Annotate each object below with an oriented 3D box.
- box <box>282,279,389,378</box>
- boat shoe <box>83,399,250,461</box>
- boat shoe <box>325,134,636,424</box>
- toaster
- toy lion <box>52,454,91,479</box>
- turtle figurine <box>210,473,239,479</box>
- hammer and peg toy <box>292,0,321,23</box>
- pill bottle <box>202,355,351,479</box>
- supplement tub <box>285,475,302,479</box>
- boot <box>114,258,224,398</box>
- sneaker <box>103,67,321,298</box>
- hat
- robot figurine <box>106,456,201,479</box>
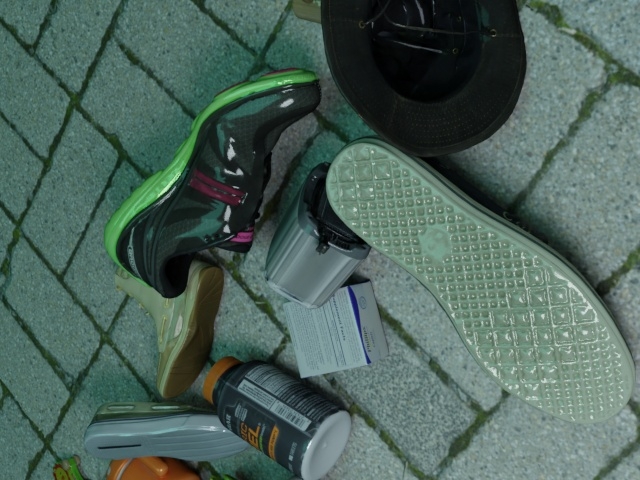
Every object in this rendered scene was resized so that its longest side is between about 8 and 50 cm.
[{"bbox_3d":[0.024,0.141,1.362,0.137,0.072,0.126,-17,85,36],"label":"box"},{"bbox_3d":[-0.269,0.327,1.531,0.302,0.094,0.109,0,133,2],"label":"boat shoe"},{"bbox_3d":[0.223,0.038,1.168,0.500,0.156,0.187,42,113,11],"label":"boat shoe"},{"bbox_3d":[0.000,0.000,1.285,0.129,0.227,0.146,28,125,-10],"label":"toaster"},{"bbox_3d":[-0.532,0.510,1.826,0.100,0.034,0.096,52,128,18],"label":"toy lion"},{"bbox_3d":[-0.206,0.518,1.485,0.087,0.269,0.217,26,87,32],"label":"turtle figurine"},{"bbox_3d":[0.035,-0.474,1.165,0.127,0.266,0.362,21,106,19],"label":"hammer and peg toy"},{"bbox_3d":[-0.080,0.282,1.418,0.245,0.130,0.131,26,110,31],"label":"pill bottle"},{"bbox_3d":[-0.036,0.534,1.379,0.191,0.191,0.272,-39,74,32],"label":"supplement tub"},{"bbox_3d":[-0.294,0.136,1.571,0.203,0.095,0.262,24,107,30],"label":"boot"},{"bbox_3d":[-0.148,-0.089,1.395,0.202,0.185,0.483,49,116,7],"label":"sneaker"},{"bbox_3d":[0.119,-0.276,1.167,0.134,0.331,0.332,-178,82,-66],"label":"hat"},{"bbox_3d":[-0.310,0.460,1.603,0.219,0.158,0.128,27,82,29],"label":"robot figurine"}]
